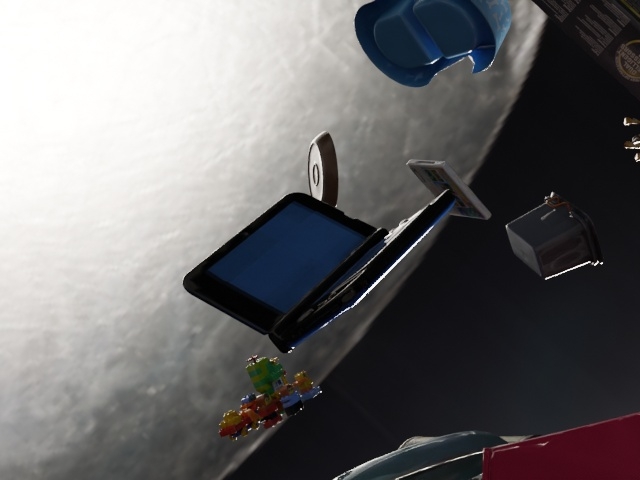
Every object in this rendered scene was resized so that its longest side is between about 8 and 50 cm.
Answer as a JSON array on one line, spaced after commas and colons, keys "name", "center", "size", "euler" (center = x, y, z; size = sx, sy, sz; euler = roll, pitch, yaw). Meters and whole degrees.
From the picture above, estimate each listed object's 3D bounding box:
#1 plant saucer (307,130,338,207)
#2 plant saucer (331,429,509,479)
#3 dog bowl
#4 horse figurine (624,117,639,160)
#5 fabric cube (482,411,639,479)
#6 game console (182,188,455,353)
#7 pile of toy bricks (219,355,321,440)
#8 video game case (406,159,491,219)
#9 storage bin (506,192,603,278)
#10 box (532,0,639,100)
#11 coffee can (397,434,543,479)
[{"name": "plant saucer", "center": [0.002, -0.130, 2.103], "size": [0.029, 0.169, 0.168], "euler": [-4, 158, -12]}, {"name": "plant saucer", "center": [0.122, 0.337, 1.527], "size": [0.317, 0.044, 0.317], "euler": [-18, 160, -7]}, {"name": "dog bowl", "center": [0.176, -0.337, 1.669], "size": [0.074, 0.166, 0.297], "euler": [-48, -158, -25]}, {"name": "horse figurine", "center": [0.603, -0.145, 1.793], "size": [0.263, 0.174, 0.066], "euler": [-89, -168, -69]}, {"name": "fabric cube", "center": [0.307, 0.332, 0.986], "size": [0.258, 0.254, 0.259], "euler": [-17, -157, 18]}, {"name": "game console", "center": [0.000, 0.000, 1.464], "size": [0.293, 0.173, 0.250], "euler": [-42, -178, -44]}, {"name": "pile of toy bricks", "center": [-0.085, 0.231, 1.709], "size": [0.118, 0.105, 0.212], "euler": [-25, 179, 30]}, {"name": "video game case", "center": [0.263, -0.106, 2.200], "size": [0.019, 0.157, 0.143], "euler": [-49, -157, -14]}, {"name": "storage bin", "center": [0.337, -0.006, 1.573], "size": [0.091, 0.098, 0.135], "euler": [-25, -154, -7]}, {"name": "box", "center": [0.475, -0.356, 1.622], "size": [0.097, 0.395, 0.318], "euler": [-51, 172, 36]}, {"name": "coffee can", "center": [0.295, 0.468, 2.011], "size": [0.275, 0.202, 0.201], "euler": [-10, -160, 41]}]
